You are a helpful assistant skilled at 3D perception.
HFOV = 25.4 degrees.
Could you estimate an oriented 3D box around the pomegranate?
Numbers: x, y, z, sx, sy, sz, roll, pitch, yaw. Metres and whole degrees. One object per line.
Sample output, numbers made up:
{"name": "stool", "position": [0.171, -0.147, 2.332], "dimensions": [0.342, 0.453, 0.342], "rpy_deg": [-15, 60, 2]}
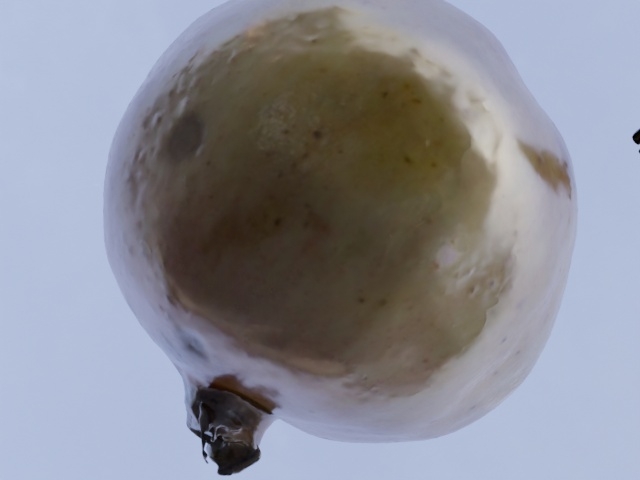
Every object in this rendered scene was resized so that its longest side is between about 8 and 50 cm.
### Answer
{"name": "pomegranate", "position": [0.000, 0.000, 0.935], "dimensions": [0.338, 0.338, 0.338], "rpy_deg": [0, -89, 16]}

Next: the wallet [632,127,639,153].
{"name": "wallet", "position": [0.307, -0.088, 0.968], "dimensions": [0.124, 0.230, 0.042], "rpy_deg": [-43, -114, 26]}
